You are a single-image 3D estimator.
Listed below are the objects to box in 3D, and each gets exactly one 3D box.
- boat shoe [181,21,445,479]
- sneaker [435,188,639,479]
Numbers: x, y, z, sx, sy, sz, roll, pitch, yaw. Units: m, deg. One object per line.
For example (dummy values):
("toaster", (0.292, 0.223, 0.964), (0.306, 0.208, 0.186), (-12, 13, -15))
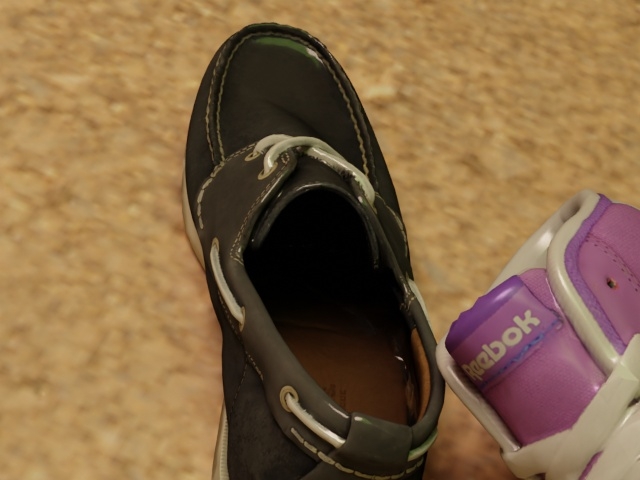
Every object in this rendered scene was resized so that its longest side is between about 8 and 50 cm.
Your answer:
("boat shoe", (0.000, 0.000, 0.652), (0.084, 0.079, 0.233), (5, 45, -13))
("sneaker", (0.094, 0.094, 0.548), (0.161, 0.102, 0.282), (35, 30, -20))
